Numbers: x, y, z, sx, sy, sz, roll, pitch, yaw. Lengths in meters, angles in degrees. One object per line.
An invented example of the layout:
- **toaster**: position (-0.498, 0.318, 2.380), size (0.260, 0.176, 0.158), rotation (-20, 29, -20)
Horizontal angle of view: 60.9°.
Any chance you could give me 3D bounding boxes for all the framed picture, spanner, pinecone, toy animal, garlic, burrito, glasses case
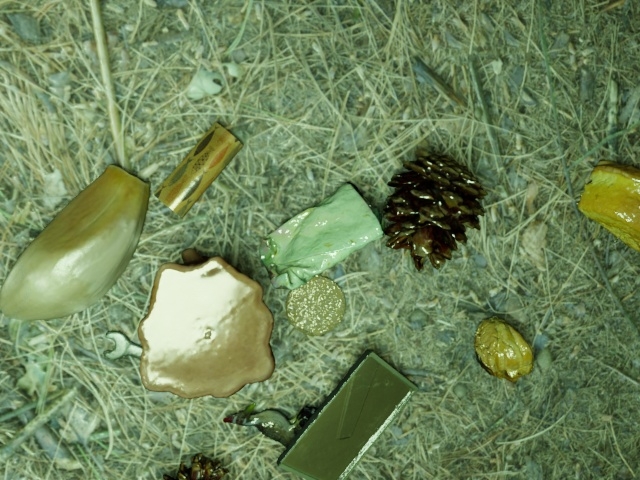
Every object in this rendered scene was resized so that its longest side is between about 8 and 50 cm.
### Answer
- **framed picture**: position (0.058, 0.345, 1.029), size (0.265, 0.018, 0.192), rotation (-49, 130, -5)
- **spanner**: position (-0.269, 0.223, 0.990), size (0.254, 0.015, 0.054), rotation (21, 88, -14)
- **pinecone**: position (0.199, -0.055, 0.996), size (0.184, 0.179, 0.204), rotation (38, 99, 5)
- **toy animal**: position (-0.081, 0.348, 1.018), size (0.202, 0.070, 0.105), rotation (14, 104, -15)
- **garlic**: position (-0.396, 0.015, 0.911), size (0.143, 0.112, 0.318), rotation (38, 75, -10)
- **pinecone**: position (-0.219, 0.446, 0.964), size (0.140, 0.140, 0.121), rotation (32, 68, -13)
- **burrito**: position (0.000, 0.000, 0.989), size (0.229, 0.144, 0.089), rotation (-33, 141, -2)
- **glasses case**: position (-0.215, -0.124, 0.962), size (0.064, 0.041, 0.170), rotation (40, 86, -12)

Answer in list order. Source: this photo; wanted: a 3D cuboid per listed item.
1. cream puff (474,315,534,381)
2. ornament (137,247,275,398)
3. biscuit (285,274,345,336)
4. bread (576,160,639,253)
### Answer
- **cream puff**: position (0.359, 0.218, 1.084), size (0.104, 0.119, 0.133), rotation (-36, 74, 10)
- **ornament**: position (-0.191, 0.133, 0.896), size (0.235, 0.217, 0.221), rotation (44, 85, -13)
- **biscuit**: position (-0.009, 0.125, 1.040), size (0.120, 0.015, 0.120), rotation (-1, 94, -13)
- **bread**: position (0.662, -0.057, 1.120), size (0.229, 0.139, 0.143), rotation (31, 95, -12)
